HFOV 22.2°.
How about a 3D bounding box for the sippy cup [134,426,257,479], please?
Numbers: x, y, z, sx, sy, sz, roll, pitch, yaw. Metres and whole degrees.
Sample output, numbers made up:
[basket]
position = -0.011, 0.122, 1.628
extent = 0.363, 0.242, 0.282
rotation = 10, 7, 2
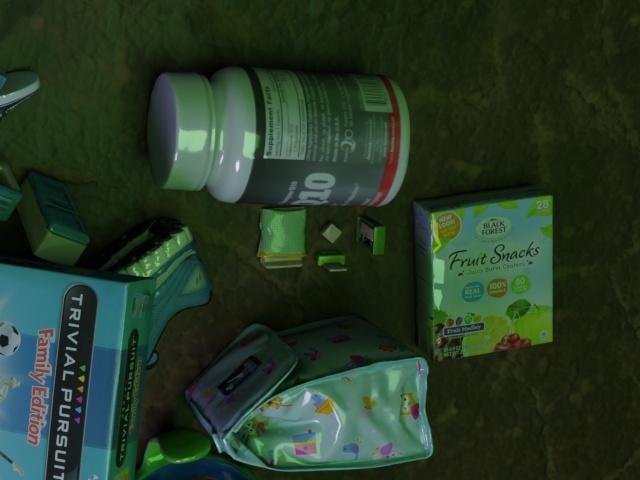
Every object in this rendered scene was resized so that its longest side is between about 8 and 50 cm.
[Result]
[sippy cup]
position = -0.136, 0.400, 2.008
extent = 0.305, 0.224, 0.240
rotation = 43, 83, -25

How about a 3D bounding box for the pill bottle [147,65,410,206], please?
[pill bottle]
position = -0.052, -0.122, 1.921
extent = 0.283, 0.161, 0.161
rotation = 1, 106, -21

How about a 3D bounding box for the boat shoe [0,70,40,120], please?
[boat shoe]
position = -0.383, -0.150, 1.852
extent = 0.142, 0.049, 0.040
rotation = -23, 130, -10

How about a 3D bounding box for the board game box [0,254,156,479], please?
[board game box]
position = -0.362, 0.144, 1.804
extent = 0.336, 0.079, 0.253
rotation = 8, 95, 18

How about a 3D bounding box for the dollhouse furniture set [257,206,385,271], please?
[dollhouse furniture set]
position = 0.000, 0.000, 2.036
extent = 0.152, 0.058, 0.076
rotation = -2, 107, -20

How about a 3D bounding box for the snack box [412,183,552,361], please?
[snack box]
position = 0.212, 0.041, 2.125
extent = 0.175, 0.070, 0.207
rotation = -9, 108, -17

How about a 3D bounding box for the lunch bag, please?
[lunch bag]
position = -0.024, 0.193, 1.998
extent = 0.262, 0.223, 0.160
rotation = -8, 104, -17

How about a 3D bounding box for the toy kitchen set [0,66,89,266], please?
[toy kitchen set]
position = -0.334, -0.094, 1.804
extent = 0.207, 0.122, 0.166
rotation = 22, 114, -36

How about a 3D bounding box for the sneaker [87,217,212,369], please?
[sneaker]
position = -0.267, 0.119, 1.935
extent = 0.330, 0.130, 0.147
rotation = -34, 113, -8
